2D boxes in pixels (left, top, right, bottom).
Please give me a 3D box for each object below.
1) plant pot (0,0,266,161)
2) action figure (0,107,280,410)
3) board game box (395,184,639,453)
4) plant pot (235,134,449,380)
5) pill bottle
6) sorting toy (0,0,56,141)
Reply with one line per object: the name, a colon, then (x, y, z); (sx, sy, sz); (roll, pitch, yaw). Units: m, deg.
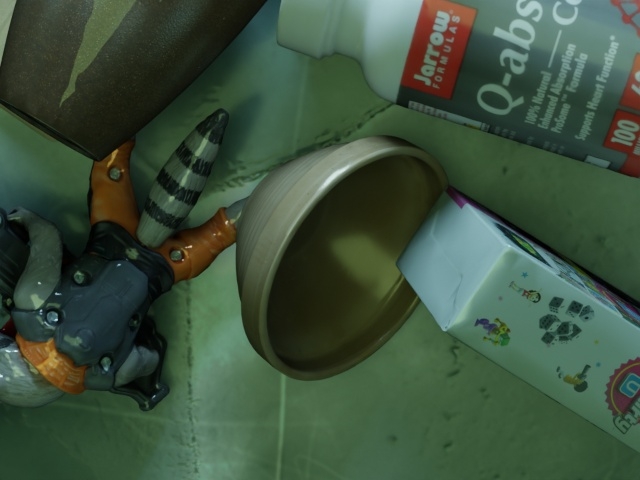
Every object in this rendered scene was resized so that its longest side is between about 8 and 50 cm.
plant pot: (-0.176, -0.193, 1.659); (0.215, 0.215, 0.230); (31, 85, 1)
action figure: (-0.223, 0.000, 1.746); (0.341, 0.178, 0.330); (34, 82, -19)
board game box: (0.231, 0.087, 1.675); (0.303, 0.224, 0.097); (32, 99, -16)
plant pot: (0.000, 0.000, 1.747); (0.110, 0.237, 0.237); (33, 102, 35)
pill bottle: (0.158, -0.199, 1.683); (0.363, 0.210, 0.210); (17, 99, 3)
sorting toy: (-0.272, -0.227, 1.812); (0.193, 0.038, 0.208); (35, 104, 0)
